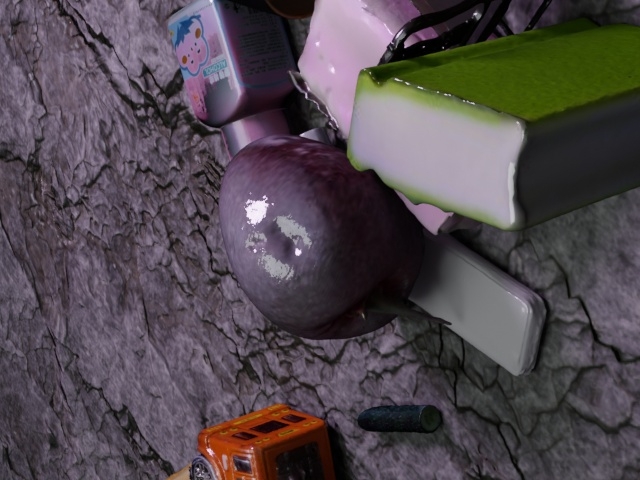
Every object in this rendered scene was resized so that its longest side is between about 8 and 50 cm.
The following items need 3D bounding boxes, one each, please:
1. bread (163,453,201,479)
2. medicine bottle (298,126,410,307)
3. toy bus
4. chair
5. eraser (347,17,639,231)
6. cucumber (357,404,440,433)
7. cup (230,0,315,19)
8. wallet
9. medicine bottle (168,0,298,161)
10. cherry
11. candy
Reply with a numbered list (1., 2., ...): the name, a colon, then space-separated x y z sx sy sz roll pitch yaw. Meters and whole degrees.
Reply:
1. bread: -0.200 0.439 1.952 0.211 0.270 0.316 53 137 4
2. medicine bottle: 0.027 -0.013 1.609 0.092 0.061 0.220 129 120 -72
3. toy bus: -0.045 0.378 1.800 0.153 0.143 0.329 5 106 53
4. chair: 0.106 -0.209 1.260 0.113 0.229 0.106 55 141 21
5. eraser: 0.180 -0.101 1.159 0.210 0.274 0.092 25 125 48
6. cucumber: 0.083 0.199 1.640 0.133 0.032 0.032 -12 94 57
7. cup: -0.068 -0.352 1.504 0.177 0.166 0.239 31 129 41
8. wallet: 0.149 0.056 1.483 0.190 0.033 0.095 39 131 40
9. medicine bottle: -0.090 -0.183 1.664 0.119 0.094 0.188 -17 90 55
10. cherry: 0.000 0.000 1.461 0.266 0.183 0.213 42 180 25
11. candy: 0.095 -0.144 1.401 0.265 0.116 0.155 50 139 31
